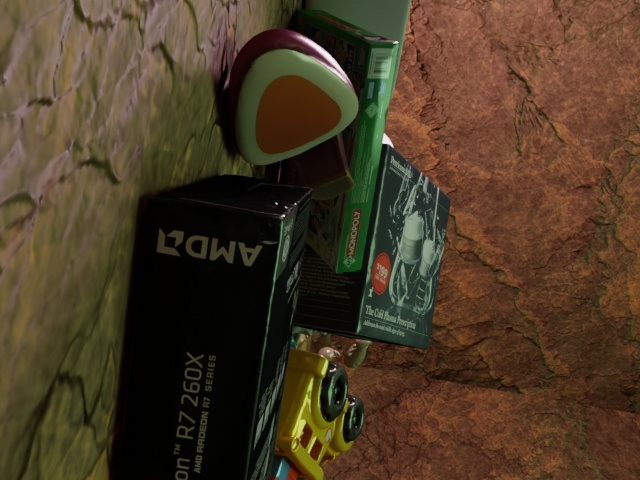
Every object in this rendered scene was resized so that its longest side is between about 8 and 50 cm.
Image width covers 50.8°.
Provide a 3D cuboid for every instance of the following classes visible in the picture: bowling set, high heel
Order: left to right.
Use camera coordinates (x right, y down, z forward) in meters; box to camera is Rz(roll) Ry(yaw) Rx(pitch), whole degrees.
[{"bbox_3d":[-0.041,-0.167,0.709,0.377,0.127,0.181,68,3,-77],"label":"high heel"},{"bbox_3d":[-0.029,0.272,1.768,0.200,0.287,0.154,53,-30,25],"label":"bowling set"}]

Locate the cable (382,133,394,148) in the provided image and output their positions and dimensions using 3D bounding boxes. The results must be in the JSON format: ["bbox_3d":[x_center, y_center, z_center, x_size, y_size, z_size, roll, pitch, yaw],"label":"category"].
[{"bbox_3d":[0.070,-0.140,1.548,0.257,0.089,0.257,10,-90,56],"label":"cable"}]

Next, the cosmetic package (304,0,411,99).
[{"bbox_3d":[0.075,-0.471,1.020,0.453,0.162,0.230,96,4,-46],"label":"cosmetic package"}]

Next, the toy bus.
[{"bbox_3d":[-0.042,0.282,0.936,0.220,0.150,0.211,63,35,-46],"label":"toy bus"}]

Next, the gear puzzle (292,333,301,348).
[{"bbox_3d":[-0.039,0.132,1.603,0.175,0.044,0.338,113,-3,-67],"label":"gear puzzle"}]

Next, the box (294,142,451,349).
[{"bbox_3d":[0.085,0.022,1.226,0.343,0.179,0.312,24,73,-60],"label":"box"}]

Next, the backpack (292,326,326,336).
[{"bbox_3d":[-0.030,0.123,1.401,0.152,0.115,0.182,-82,-178,-48],"label":"backpack"}]

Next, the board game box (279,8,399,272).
[{"bbox_3d":[0.012,-0.143,0.952,0.213,0.046,0.317,45,-45,50],"label":"board game box"}]

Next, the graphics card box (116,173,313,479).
[{"bbox_3d":[-0.082,0.138,0.540,0.233,0.094,0.370,-65,165,-79],"label":"graphics card box"}]

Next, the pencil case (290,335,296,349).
[{"bbox_3d":[-0.083,0.224,1.126,0.070,0.064,0.151,-36,-151,40],"label":"pencil case"}]
